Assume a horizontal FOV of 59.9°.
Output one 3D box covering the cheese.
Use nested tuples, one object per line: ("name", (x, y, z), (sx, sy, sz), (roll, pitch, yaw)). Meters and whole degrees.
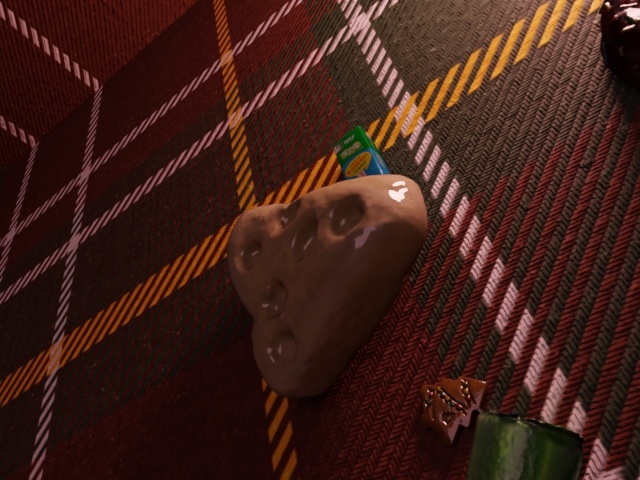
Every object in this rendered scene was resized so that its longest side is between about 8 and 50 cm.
("cheese", (0.000, 0.000, 0.810), (0.328, 0.130, 0.350), (-52, 39, 26))

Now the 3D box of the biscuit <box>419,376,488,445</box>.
("biscuit", (0.159, 0.195, 0.660), (0.092, 0.016, 0.082), (-36, 43, 17))

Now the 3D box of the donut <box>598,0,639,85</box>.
("donut", (0.472, -0.300, 0.700), (0.235, 0.089, 0.235), (-24, 46, 27))

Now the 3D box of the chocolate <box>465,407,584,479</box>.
("chocolate", (0.166, 0.312, 0.512), (0.110, 0.110, 0.291), (3, 66, 42))

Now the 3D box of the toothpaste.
("toothpaste", (0.084, -0.083, 0.902), (0.065, 0.050, 0.266), (-36, 43, 19))
